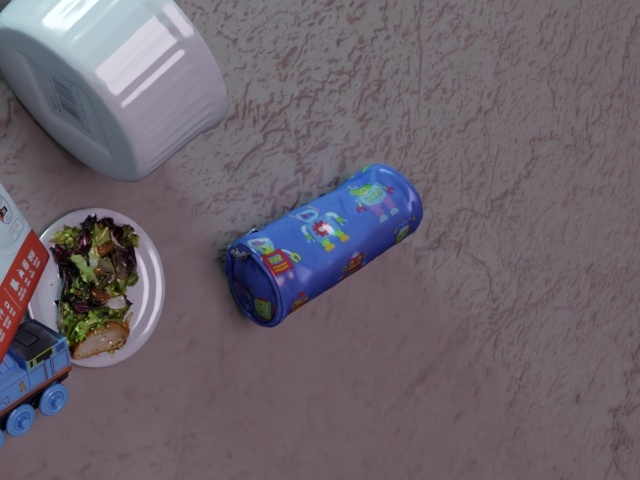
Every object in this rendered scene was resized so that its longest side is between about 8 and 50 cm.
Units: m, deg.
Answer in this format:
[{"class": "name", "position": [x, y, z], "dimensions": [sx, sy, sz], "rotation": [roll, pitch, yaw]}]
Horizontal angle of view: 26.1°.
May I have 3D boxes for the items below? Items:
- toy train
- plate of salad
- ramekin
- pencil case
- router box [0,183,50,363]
[{"class": "toy train", "position": [-0.369, 0.174, 1.600], "dimensions": [0.184, 0.080, 0.105], "rotation": [-35, 135, -38]}, {"class": "plate of salad", "position": [-0.273, 0.058, 1.718], "dimensions": [0.199, 0.048, 0.200], "rotation": [2, 87, -38]}, {"class": "ramekin", "position": [-0.253, -0.198, 1.608], "dimensions": [0.135, 0.277, 0.277], "rotation": [-47, 116, -22]}, {"class": "pencil case", "position": [0.000, 0.000, 1.897], "dimensions": [0.306, 0.119, 0.133], "rotation": [-32, 64, -34]}, {"class": "router box", "position": [-0.429, -0.013, 1.444], "dimensions": [0.301, 0.082, 0.335], "rotation": [59, 14, -21]}]
